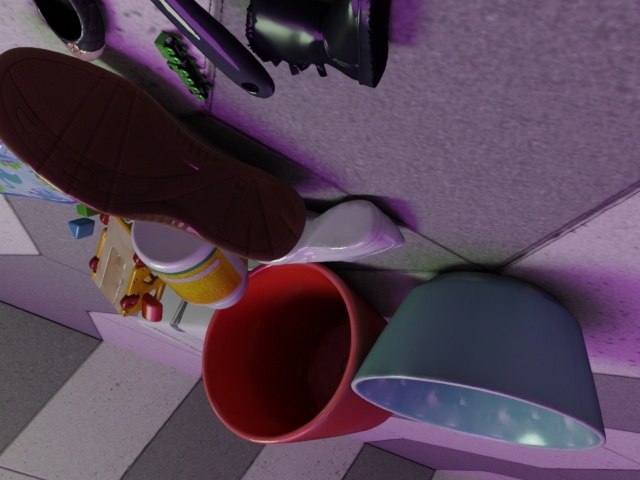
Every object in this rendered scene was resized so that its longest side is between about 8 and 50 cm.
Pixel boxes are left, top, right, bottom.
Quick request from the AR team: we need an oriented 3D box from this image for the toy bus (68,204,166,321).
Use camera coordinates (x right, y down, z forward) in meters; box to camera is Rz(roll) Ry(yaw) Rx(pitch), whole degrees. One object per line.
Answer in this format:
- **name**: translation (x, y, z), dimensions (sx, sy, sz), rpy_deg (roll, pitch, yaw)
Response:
- **toy bus**: translation (-0.267, 0.014, 1.066), dimensions (0.202, 0.190, 0.104), rpy_deg (-1, -164, 43)

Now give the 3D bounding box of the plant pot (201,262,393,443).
- **plant pot**: translation (-0.002, 0.184, 1.102), dimensions (0.275, 0.274, 0.243), rpy_deg (3, 165, 35)

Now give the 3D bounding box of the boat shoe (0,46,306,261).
- **boat shoe**: translation (-0.176, -0.076, 0.728), dimensions (0.341, 0.121, 0.110), rpy_deg (30, 179, -30)

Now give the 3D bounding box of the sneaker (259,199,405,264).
- **sneaker**: translation (0.000, 0.000, 0.857), dimensions (0.212, 0.080, 0.094), rpy_deg (0, 165, 38)

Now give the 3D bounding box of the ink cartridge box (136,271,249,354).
- **ink cartridge box**: translation (-0.167, 0.143, 1.306), dimensions (0.273, 0.114, 0.198), rpy_deg (0, 153, 40)

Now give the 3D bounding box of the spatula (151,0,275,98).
- **spatula**: translation (-0.127, -0.197, 0.464), dimensions (0.084, 0.030, 0.296), rpy_deg (-2, 140, 45)

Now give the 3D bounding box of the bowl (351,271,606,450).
- **bowl**: translation (0.209, 0.147, 0.913), dimensions (0.312, 0.163, 0.311), rpy_deg (14, 160, 5)

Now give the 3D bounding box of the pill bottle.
- **pill bottle**: translation (-0.166, 0.021, 0.982), dimensions (0.118, 0.117, 0.208), rpy_deg (12, 160, 16)

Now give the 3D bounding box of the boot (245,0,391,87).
- **boot**: translation (-0.003, -0.155, 0.491), dimensions (0.099, 0.045, 0.121), rpy_deg (20, 159, 12)

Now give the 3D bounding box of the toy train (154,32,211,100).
- **toy train**: translation (-0.122, -0.153, 0.634), dimensions (0.024, 0.017, 0.083), rpy_deg (21, 163, 22)

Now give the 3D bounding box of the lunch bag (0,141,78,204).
- **lunch bag**: translation (-0.381, -0.116, 0.848), dimensions (0.219, 0.090, 0.176), rpy_deg (9, 157, 25)

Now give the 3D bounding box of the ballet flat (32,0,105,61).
- **ballet flat**: translation (-0.215, -0.193, 0.558), dimensions (0.057, 0.049, 0.173), rpy_deg (16, 160, 10)
